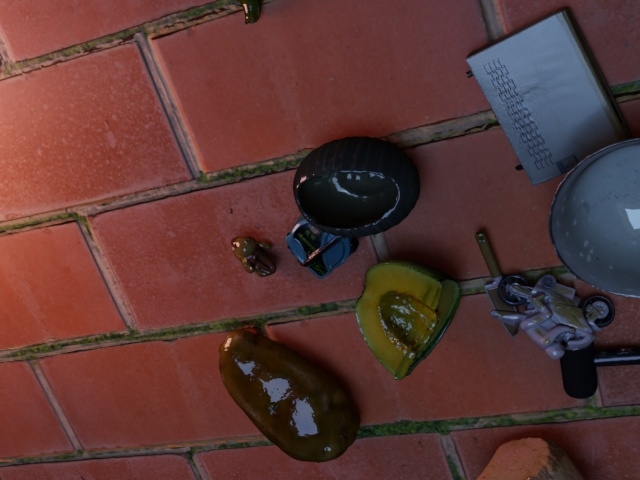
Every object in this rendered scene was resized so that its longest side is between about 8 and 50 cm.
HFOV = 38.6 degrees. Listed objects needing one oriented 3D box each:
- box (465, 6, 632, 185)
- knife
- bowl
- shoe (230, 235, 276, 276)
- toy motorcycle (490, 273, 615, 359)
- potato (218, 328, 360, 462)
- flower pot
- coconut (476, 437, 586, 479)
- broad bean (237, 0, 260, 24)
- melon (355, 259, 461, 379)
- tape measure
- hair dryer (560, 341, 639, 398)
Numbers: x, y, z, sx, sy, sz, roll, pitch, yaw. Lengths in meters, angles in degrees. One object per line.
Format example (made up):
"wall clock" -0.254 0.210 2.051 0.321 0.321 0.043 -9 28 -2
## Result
"box" 0.393 -0.245 1.592 0.211 0.045 0.270 -25 107 29
"knife" 0.347 0.089 1.802 0.046 0.022 0.256 -16 115 20
"bowl" 0.553 -0.068 1.567 0.313 0.146 0.313 7 125 11
"shoe" -0.135 0.031 1.916 0.069 0.072 0.109 1 120 63
"toy motorcycle" 0.440 0.150 1.743 0.229 0.151 0.074 14 166 7
"potato" -0.078 0.344 2.016 0.369 0.176 0.195 40 150 0
"flower pot" 0.067 -0.102 1.718 0.243 0.157 0.189 -2 114 18
"coconut" 0.453 0.553 1.895 0.239 0.239 0.244 -25 108 29
"broad bean" -0.193 -0.480 1.671 0.214 0.048 0.070 39 122 -7
"melon" 0.174 0.123 1.834 0.169 0.129 0.265 36 129 25
"tape measure" 0.000 0.000 1.843 0.125 0.081 0.146 45 122 -11
"hair dryer" 0.596 0.241 1.777 0.256 0.070 0.128 -3 116 16
